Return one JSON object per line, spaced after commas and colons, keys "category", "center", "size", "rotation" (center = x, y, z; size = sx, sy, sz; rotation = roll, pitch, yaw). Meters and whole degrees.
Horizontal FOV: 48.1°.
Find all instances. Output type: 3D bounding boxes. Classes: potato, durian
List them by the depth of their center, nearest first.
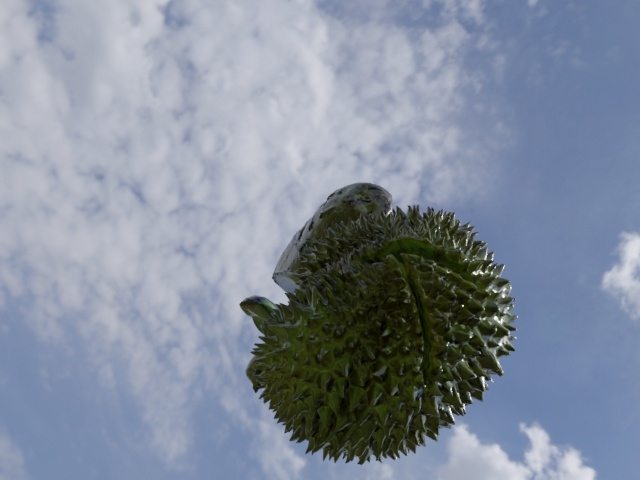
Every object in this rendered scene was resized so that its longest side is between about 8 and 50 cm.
{"category": "durian", "center": [0.037, 0.069, 0.465], "size": [0.146, 0.159, 0.198], "rotation": [43, -74, -11]}
{"category": "potato", "center": [0.000, 0.000, 0.767], "size": [0.054, 0.119, 0.198], "rotation": [35, -30, -13]}
